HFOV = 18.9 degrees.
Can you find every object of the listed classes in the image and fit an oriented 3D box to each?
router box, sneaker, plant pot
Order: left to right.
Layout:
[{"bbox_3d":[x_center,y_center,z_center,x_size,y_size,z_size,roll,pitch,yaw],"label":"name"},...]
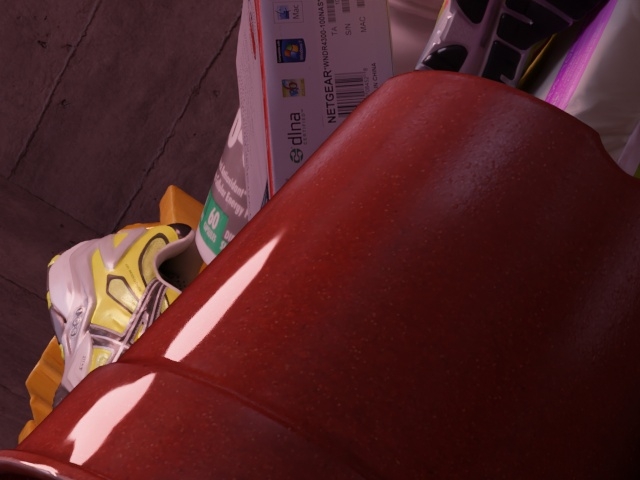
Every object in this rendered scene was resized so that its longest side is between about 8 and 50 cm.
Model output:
[{"bbox_3d":[-0.152,0.130,1.744,0.147,0.145,0.385,-27,52,13],"label":"sneaker"},{"bbox_3d":[0.000,0.000,1.281,0.301,0.082,0.335,112,153,-79],"label":"router box"},{"bbox_3d":[0.033,0.085,0.863,0.265,0.272,0.272,-52,3,-23],"label":"plant pot"},{"bbox_3d":[0.115,-0.152,1.131,0.208,0.081,0.094,-53,7,40],"label":"sneaker"}]

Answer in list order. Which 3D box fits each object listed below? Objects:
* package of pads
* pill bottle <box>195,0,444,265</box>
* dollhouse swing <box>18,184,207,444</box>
[{"bbox_3d":[0.173,-0.084,1.165,0.296,0.101,0.229,-61,6,-22],"label":"package of pads"},{"bbox_3d":[0.032,-0.123,1.754,0.204,0.204,0.361,-75,5,-69],"label":"pill bottle"},{"bbox_3d":[-0.166,0.188,1.909,0.347,0.315,0.305,-57,-5,19],"label":"dollhouse swing"}]
